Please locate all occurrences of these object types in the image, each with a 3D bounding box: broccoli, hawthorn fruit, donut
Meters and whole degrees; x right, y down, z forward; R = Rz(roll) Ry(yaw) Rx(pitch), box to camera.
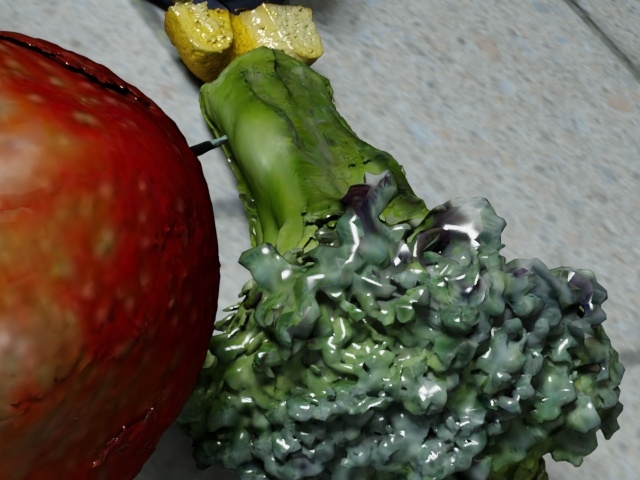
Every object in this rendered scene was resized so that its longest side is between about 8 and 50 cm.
[{"bbox_3d":[0.007,-0.003,0.718,0.165,0.145,0.304,20,22,-28],"label":"broccoli"},{"bbox_3d":[-0.100,0.010,0.545,0.181,0.181,0.235,46,39,18],"label":"hawthorn fruit"},{"bbox_3d":[-0.039,-0.102,0.853,0.038,0.067,0.083,69,9,18],"label":"donut"}]

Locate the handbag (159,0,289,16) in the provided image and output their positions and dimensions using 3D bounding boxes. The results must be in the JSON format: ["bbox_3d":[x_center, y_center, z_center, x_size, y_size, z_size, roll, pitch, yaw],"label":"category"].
[{"bbox_3d":[-0.105,-0.278,0.981,0.269,0.118,0.325,26,31,-10],"label":"handbag"}]
